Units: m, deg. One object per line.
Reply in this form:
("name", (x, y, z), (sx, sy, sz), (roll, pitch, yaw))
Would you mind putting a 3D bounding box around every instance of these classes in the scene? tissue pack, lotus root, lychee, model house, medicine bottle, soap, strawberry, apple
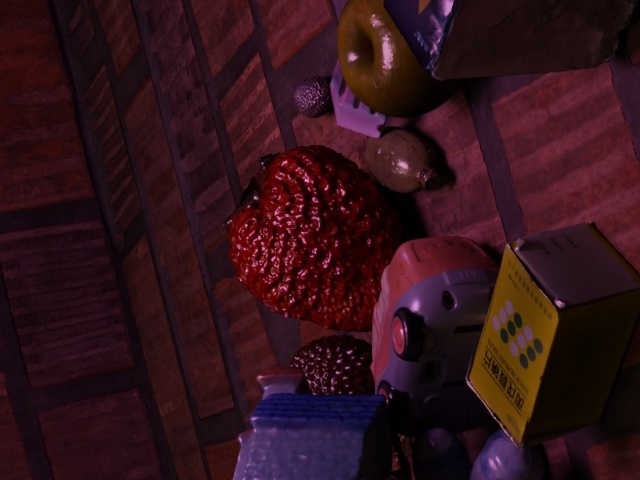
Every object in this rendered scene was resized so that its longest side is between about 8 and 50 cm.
("tissue pack", (0.173, -0.398, 1.617), (0.416, 0.264, 0.253), (60, 148, 35))
("lotus root", (0.122, -0.117, 2.095), (0.183, 0.077, 0.090), (-141, 44, -58))
("lychee", (0.027, 0.242, 2.348), (0.188, 0.188, 0.188), (168, 90, -67))
("model house", (0.008, 0.330, 1.932), (0.295, 0.252, 0.329), (71, -164, -45))
("medicine bottle", (0.288, 0.117, 1.755), (0.137, 0.141, 0.250), (52, 146, 40))
("soap", (0.066, -0.237, 2.114), (0.056, 0.100, 0.149), (109, 179, -58))
("strawberry", (0.004, 0.000, 2.153), (0.258, 0.261, 0.261), (35, 132, 52))
("apple", (0.116, -0.265, 1.939), (0.196, 0.157, 0.196), (40, 136, 54))
("lychee", (-0.010, -0.239, 2.362), (0.067, 0.068, 0.083), (42, 164, -21))

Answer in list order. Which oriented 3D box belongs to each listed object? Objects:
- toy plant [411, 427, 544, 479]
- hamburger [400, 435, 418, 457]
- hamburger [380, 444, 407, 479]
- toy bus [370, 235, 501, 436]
("toy plant", (0.219, 0.380, 1.947), (0.247, 0.247, 0.332), (60, 147, 36))
("hamburger", (0.154, 0.241, 2.196), (0.102, 0.087, 0.176), (-114, 17, -52))
("hamburger", (0.032, 0.412, 2.453), (0.282, 0.245, 0.155), (-8, 88, 23))
("toy bus", (0.162, 0.126, 1.990), (0.232, 0.194, 0.287), (-115, 25, -46))
